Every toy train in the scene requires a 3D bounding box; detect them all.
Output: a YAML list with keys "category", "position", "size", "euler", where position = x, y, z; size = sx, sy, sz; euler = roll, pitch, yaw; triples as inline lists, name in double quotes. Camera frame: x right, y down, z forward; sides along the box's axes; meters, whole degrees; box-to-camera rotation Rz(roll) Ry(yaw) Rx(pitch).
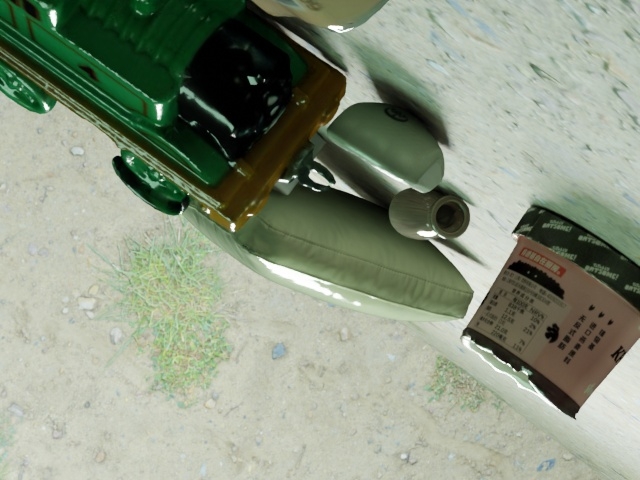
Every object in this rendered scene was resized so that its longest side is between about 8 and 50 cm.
- category: "toy train"
  position: [-0.161, -0.182, 1.598]
  size: [0.429, 0.178, 0.249]
  euler: [35, 165, 8]

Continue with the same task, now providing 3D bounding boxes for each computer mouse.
- category: "computer mouse"
  position: [0.065, -0.081, 1.602]
  size: [0.089, 0.056, 0.181]
  euler: [36, -176, 13]

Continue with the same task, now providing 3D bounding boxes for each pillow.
- category: "pillow"
  position: [0.000, 0.000, 2.222]
  size: [0.322, 0.120, 0.255]
  euler: [19, -170, -34]

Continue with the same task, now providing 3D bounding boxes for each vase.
- category: "vase"
  position: [0.110, -0.026, 1.884]
  size: [0.053, 0.053, 0.100]
  euler: [37, 170, -19]

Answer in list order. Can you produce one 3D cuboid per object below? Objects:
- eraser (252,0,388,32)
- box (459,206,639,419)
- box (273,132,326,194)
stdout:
- category: "eraser"
  position: [-0.086, -0.229, 0.994]
  size: [0.290, 0.087, 0.171]
  euler: [37, 173, -30]
- category: "box"
  position: [0.202, 0.067, 1.616]
  size: [0.151, 0.135, 0.151]
  euler: [36, 174, 4]
- category: "box"
  position: [-0.119, -0.158, 2.039]
  size: [0.135, 0.079, 0.269]
  euler: [32, 174, 38]
